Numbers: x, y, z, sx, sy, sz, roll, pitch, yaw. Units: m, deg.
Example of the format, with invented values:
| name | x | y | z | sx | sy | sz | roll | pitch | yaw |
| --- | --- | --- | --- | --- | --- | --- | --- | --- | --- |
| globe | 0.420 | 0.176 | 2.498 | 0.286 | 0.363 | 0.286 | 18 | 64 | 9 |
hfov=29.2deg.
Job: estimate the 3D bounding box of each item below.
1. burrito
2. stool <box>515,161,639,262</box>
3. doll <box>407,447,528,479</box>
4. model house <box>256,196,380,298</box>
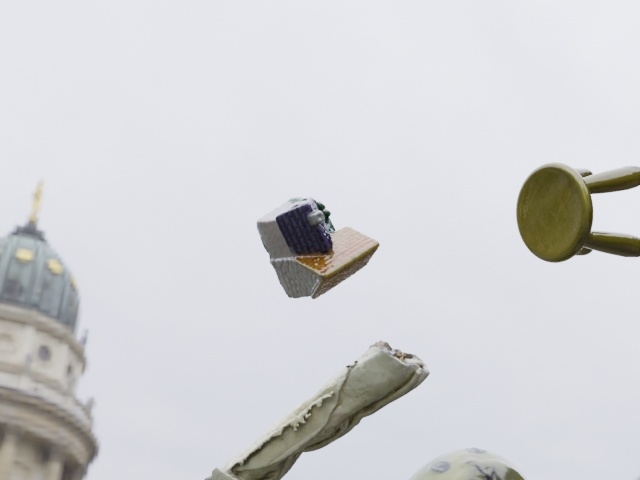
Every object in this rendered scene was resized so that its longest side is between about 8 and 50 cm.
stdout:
| name | x | y | z | sx | sy | sz | roll | pitch | yaw |
| --- | --- | --- | --- | --- | --- | --- | --- | --- | --- |
| burrito | -0.008 | 0.131 | 0.848 | 0.185 | 0.045 | 0.041 | -39 | -91 | 19 |
| stool | 0.294 | -0.033 | 1.373 | 0.110 | 0.135 | 0.134 | 0 | -44 | -36 |
| doll | 0.200 | 0.343 | 1.399 | 0.177 | 0.261 | 0.161 | -22 | -51 | -29 |
| model house | 0.000 | 0.000 | 1.296 | 0.100 | 0.088 | 0.100 | -12 | -74 | 61 |
